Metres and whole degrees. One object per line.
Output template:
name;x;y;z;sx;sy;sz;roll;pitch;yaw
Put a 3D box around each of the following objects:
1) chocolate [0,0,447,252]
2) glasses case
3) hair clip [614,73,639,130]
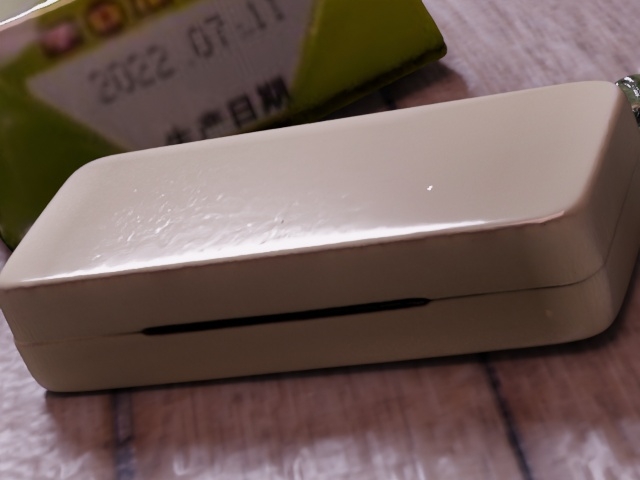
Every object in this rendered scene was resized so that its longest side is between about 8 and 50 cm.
chocolate;-0.115;-0.147;1.246;0.289;0.137;0.301;-26;29;-11
glasses case;0.000;0.000;0.978;0.313;0.070;0.131;-8;31;24
hair clip;0.190;-0.036;0.958;0.066;0.036;0.229;-19;22;-4
